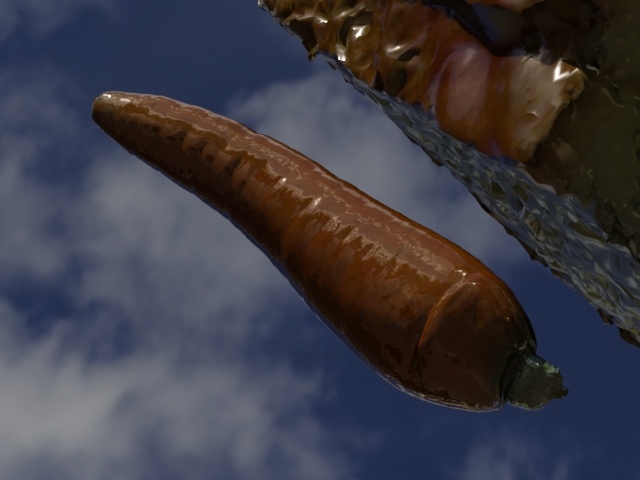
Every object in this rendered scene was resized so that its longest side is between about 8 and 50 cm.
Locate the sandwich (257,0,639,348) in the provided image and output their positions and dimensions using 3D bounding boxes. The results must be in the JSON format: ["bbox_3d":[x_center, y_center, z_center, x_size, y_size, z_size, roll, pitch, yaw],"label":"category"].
[{"bbox_3d":[0.151,-0.020,0.674,0.325,0.262,0.131,40,-90,-26],"label":"sandwich"}]

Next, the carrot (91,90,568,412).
[{"bbox_3d":[0.000,0.000,0.429,0.142,0.035,0.035,35,-60,31],"label":"carrot"}]
